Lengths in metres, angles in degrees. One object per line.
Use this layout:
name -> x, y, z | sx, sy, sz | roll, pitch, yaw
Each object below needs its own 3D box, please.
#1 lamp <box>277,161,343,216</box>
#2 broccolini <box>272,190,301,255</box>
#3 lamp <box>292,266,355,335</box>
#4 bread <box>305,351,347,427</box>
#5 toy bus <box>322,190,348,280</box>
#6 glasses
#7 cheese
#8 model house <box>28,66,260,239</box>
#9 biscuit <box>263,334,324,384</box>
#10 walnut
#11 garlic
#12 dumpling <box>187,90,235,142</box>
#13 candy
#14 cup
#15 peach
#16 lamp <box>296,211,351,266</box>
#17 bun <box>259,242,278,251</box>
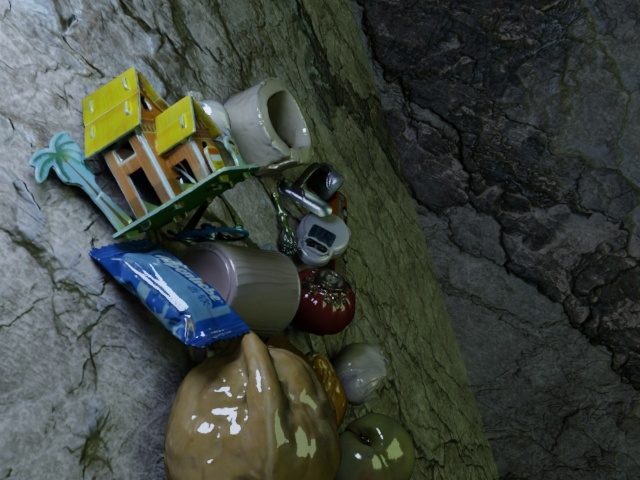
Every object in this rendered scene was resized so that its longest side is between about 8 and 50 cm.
lamp -> 0.007, -0.178, 2.037 | 0.203, 0.124, 0.283 | 42, 22, 11
broccolini -> -0.124, -0.053, 1.879 | 0.067, 0.058, 0.216 | 116, -46, -75
lamp -> -0.004, 0.189, 1.776 | 0.227, 0.226, 0.227 | 43, 38, -47
bread -> -0.004, 0.459, 1.713 | 0.235, 0.099, 0.210 | 67, 25, -9
toy bus -> 0.046, -0.009, 2.132 | 0.092, 0.093, 0.409 | 46, 35, -41
glasses -> -0.227, -0.061, 1.378 | 0.102, 0.239, 0.207 | 53, 56, -26
cheese -> -0.160, -0.350, 1.850 | 0.292, 0.153, 0.332 | 68, 26, -10
model house -> -0.365, -0.200, 1.181 | 0.324, 0.300, 0.340 | 62, 19, 1
biscuit -> -0.086, 0.384, 1.530 | 0.273, 0.049, 0.257 | 51, 34, 3
walnut -> -0.135, 0.399, 1.209 | 0.383, 0.383, 0.384 | 43, 38, -47
garlic -> 0.118, 0.415, 1.925 | 0.143, 0.178, 0.229 | 44, 29, -15
dumpling -> -0.303, -0.332, 1.614 | 0.188, 0.108, 0.127 | 48, 6, -18
candy -> -0.304, 0.098, 1.187 | 0.331, 0.077, 0.187 | 39, 21, 17
cup -> -0.217, 0.144, 1.407 | 0.208, 0.288, 0.273 | 44, 13, 28
peach -> 0.142, 0.655, 1.707 | 0.292, 0.247, 0.292 | -16, 109, -55
lamp -> -0.001, 0.002, 1.976 | 0.179, 0.108, 0.246 | 27, 44, 4
bun -> -0.155, 0.048, 1.731 | 0.083, 0.045, 0.083 | 37, 45, -50
